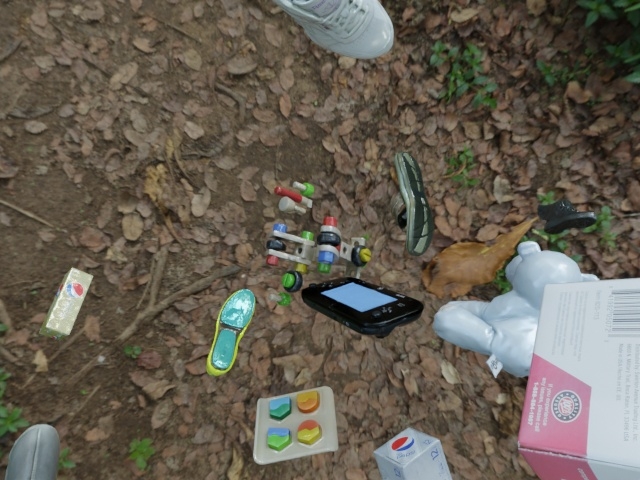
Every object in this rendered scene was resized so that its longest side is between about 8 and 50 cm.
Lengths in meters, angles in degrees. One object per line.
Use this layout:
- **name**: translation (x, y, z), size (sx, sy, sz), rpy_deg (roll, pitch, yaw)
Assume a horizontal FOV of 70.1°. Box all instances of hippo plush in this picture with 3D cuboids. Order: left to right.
- **hippo plush**: translation (0.363, 0.116, 0.870), size (0.234, 0.294, 0.237), rpy_deg (25, 96, 16)

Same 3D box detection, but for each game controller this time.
- **game controller**: translation (0.088, 0.142, 1.064), size (0.166, 0.319, 0.067), rpy_deg (-23, 110, -26)

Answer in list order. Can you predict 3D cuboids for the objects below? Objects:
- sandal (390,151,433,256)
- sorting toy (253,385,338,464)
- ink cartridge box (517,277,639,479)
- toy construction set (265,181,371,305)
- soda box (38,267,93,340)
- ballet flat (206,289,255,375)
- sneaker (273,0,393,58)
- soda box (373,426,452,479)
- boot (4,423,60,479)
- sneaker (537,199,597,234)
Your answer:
- **sandal**: translation (0.241, -0.097, 1.262), size (0.086, 0.120, 0.303), rpy_deg (-20, 65, 35)
- **sorting toy**: translation (-0.065, 0.463, 1.170), size (0.208, 0.193, 0.038), rpy_deg (-9, 122, 2)
- **ink cartridge box**: translation (0.356, 0.143, 0.420), size (0.117, 0.282, 0.207), rpy_deg (49, 52, -27)
- **toy construction set**: translation (0.000, 0.000, 1.257), size (0.257, 0.237, 0.309), rpy_deg (-34, 55, 32)
- **soda box**: translation (-0.677, 0.169, 1.219), size (0.058, 0.061, 0.182), rpy_deg (-31, 41, 36)
- **ballet flat**: translation (-0.222, 0.223, 1.103), size (0.077, 0.077, 0.231), rpy_deg (24, 47, -10)
- **sneaker**: translation (0.006, -0.351, 0.689), size (0.114, 0.305, 0.152), rpy_deg (-51, 42, 26)
- **soda box**: translation (0.201, 0.512, 0.855), size (0.098, 0.091, 0.287), rpy_deg (-22, 96, -29)
- **boot**: translation (-0.338, 0.347, 0.502), size (0.208, 0.076, 0.190), rpy_deg (42, 107, 49)
- **sneaker**: translation (0.610, -0.069, 1.135), size (0.051, 0.170, 0.089), rpy_deg (25, 70, -13)
